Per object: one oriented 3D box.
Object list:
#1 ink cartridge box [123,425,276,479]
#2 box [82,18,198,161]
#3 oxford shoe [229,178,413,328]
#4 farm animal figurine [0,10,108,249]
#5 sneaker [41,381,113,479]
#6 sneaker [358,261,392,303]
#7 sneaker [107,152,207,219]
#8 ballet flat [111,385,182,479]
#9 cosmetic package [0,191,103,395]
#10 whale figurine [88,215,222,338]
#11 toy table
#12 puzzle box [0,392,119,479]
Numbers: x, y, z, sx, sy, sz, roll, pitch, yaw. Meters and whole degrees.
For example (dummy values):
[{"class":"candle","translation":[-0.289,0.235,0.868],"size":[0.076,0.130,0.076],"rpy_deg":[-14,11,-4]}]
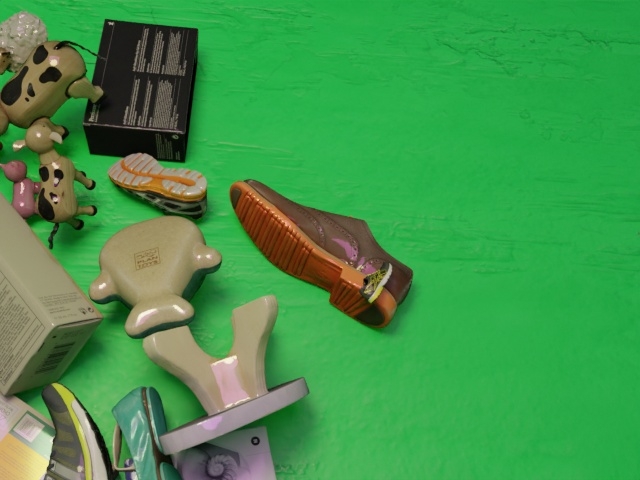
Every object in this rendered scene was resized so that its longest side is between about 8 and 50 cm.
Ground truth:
[{"class":"ink cartridge box","translation":[-0.169,0.404,1.132],"size":[0.224,0.045,0.223],"rpy_deg":[-9,62,-14]},{"class":"box","translation":[-0.339,-0.290,1.468],"size":[0.184,0.103,0.261],"rpy_deg":[6,60,-8]},{"class":"oxford shoe","translation":[0.000,0.000,1.352],"size":[0.363,0.130,0.133],"rpy_deg":[39,58,2]},{"class":"farm animal figurine","translation":[-0.493,-0.201,1.284],"size":[0.330,0.172,0.327],"rpy_deg":[31,91,19]},{"class":"sneaker","translation":[-0.348,0.338,1.050],"size":[0.121,0.111,0.300],"rpy_deg":[-18,64,-15]},{"class":"sneaker","translation":[0.091,0.063,1.259],"size":[0.035,0.031,0.083],"rpy_deg":[32,54,-3]},{"class":"sneaker","translation":[-0.296,-0.093,1.380],"size":[0.215,0.083,0.084],"rpy_deg":[20,53,24]},{"class":"ballet flat","translation":[-0.249,0.332,1.101],"size":[0.087,0.083,0.247],"rpy_deg":[-28,57,4]},{"class":"cosmetic package","translation":[-0.501,0.070,1.190],"size":[0.309,0.160,0.113],"rpy_deg":[47,20,17]},{"class":"whale figurine","translation":[-0.255,0.075,1.217],"size":[0.216,0.141,0.272],"rpy_deg":[-17,35,-7]},{"class":"toy table","translation":[-0.141,0.194,1.133],"size":[0.252,0.274,0.161],"rpy_deg":[-24,82,22]},{"class":"puzzle box","translation":[-0.540,0.338,1.108],"size":[0.409,0.052,0.272],"rpy_deg":[31,60,9]}]
